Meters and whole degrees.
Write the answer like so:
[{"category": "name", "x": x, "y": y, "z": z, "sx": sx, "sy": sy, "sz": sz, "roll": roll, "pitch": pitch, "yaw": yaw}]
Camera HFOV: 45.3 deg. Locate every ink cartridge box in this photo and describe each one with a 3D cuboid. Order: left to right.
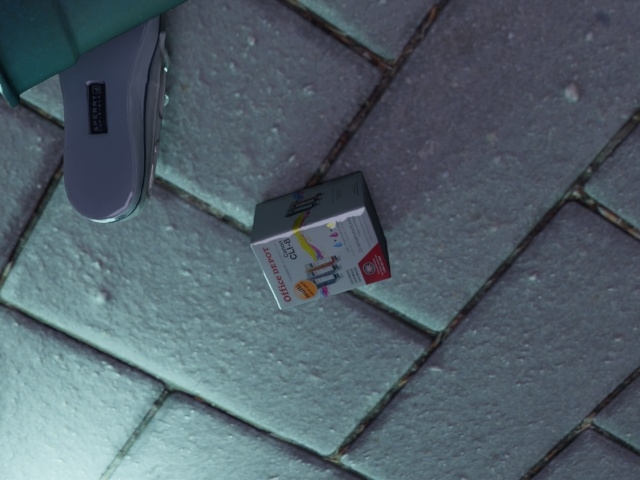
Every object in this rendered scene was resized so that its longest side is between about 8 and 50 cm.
[{"category": "ink cartridge box", "x": 0.000, "y": 0.000, "z": 1.141, "sx": 0.176, "sy": 0.127, "sz": 0.128, "roll": -17, "pitch": 118, "yaw": 10}]

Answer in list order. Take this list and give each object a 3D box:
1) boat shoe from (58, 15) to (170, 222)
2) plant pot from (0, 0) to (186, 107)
[{"category": "boat shoe", "x": -0.259, "y": -0.205, "z": 1.031, "sx": 0.136, "sy": 0.156, "sz": 0.366, "roll": -1, "pitch": 90, "yaw": 6}, {"category": "plant pot", "x": -0.249, "y": -0.362, "z": 0.811, "sx": 0.334, "sy": 0.341, "sz": 0.341, "roll": -26, "pitch": 118, "yaw": -13}]
